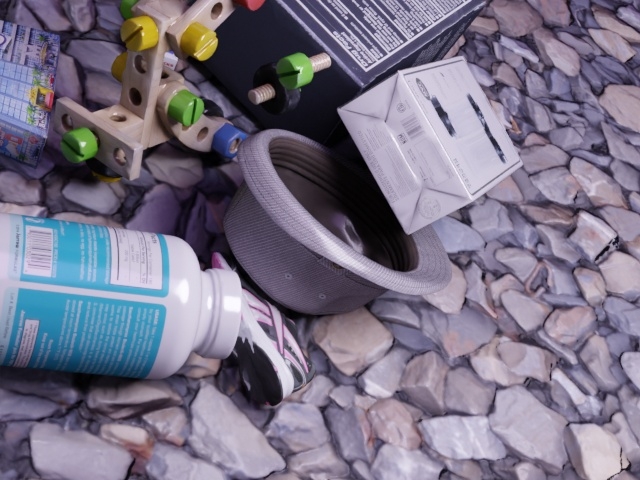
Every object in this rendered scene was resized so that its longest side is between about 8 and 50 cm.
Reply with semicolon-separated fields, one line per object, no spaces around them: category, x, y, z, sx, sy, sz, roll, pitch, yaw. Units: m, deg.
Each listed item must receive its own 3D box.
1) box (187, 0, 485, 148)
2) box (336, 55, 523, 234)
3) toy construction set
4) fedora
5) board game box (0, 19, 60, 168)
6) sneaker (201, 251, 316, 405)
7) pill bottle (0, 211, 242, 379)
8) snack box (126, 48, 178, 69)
box;-0.004;-0.302;1.492;0.296;0.183;0.294;46;48;6
box;0.140;-0.121;1.389;0.169;0.087;0.290;60;24;-1
toy construction set;-0.204;-0.209;1.274;0.237;0.257;0.309;-29;79;-39
fedora;0.000;0.000;1.282;0.275;0.124;0.244;25;28;-33
board game box;-0.397;-0.190;1.305;0.194;0.060;0.194;12;50;-18
sneaker;-0.068;0.093;1.248;0.077;0.072;0.178;-12;68;-46
pill bottle;-0.215;0.059;1.138;0.264;0.146;0.146;9;51;-20
snack box;-0.207;-0.296;1.506;0.064;0.022;0.178;17;49;-16
